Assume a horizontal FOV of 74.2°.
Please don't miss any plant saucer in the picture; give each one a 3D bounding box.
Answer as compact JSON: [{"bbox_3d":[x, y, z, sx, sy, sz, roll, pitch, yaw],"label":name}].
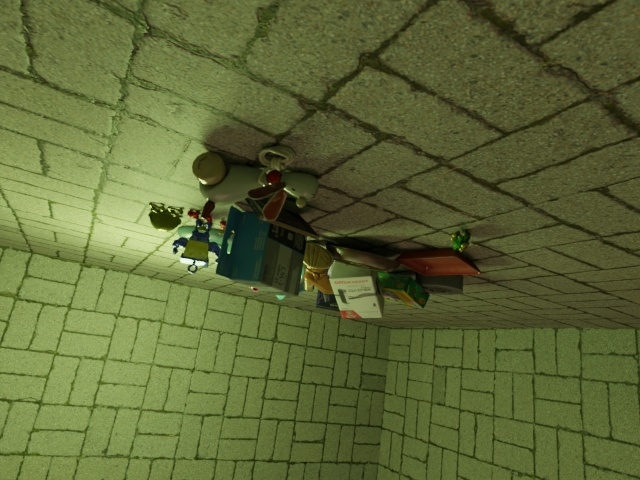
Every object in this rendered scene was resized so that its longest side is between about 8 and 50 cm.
[{"bbox_3d":[0.473,0.086,1.693,0.259,0.047,0.259,-6,159,40],"label":"plant saucer"},{"bbox_3d":[0.168,0.081,1.724,0.311,0.050,0.310,12,174,1],"label":"plant saucer"},{"bbox_3d":[-0.488,0.005,1.911,0.318,0.043,0.317,7,164,2],"label":"plant saucer"}]

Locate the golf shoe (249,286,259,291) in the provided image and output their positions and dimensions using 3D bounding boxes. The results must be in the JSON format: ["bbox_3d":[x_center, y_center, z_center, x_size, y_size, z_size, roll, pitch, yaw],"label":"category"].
[{"bbox_3d":[-0.388,0.230,2.465,0.115,0.140,0.306,11,165,-13],"label":"golf shoe"}]

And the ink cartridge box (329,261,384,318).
[{"bbox_3d":[0.172,0.227,1.949,0.197,0.114,0.272,-5,126,18],"label":"ink cartridge box"}]

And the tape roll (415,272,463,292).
[{"bbox_3d":[0.559,0.201,1.999,0.219,0.072,0.219,7,163,2],"label":"tape roll"}]

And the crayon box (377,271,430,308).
[{"bbox_3d":[0.360,0.233,2.031,0.165,0.081,0.279,41,160,-30],"label":"crayon box"}]

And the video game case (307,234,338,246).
[{"bbox_3d":[0.000,0.000,1.700,0.122,0.011,0.087,20,160,-35],"label":"video game case"}]

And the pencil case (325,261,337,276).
[{"bbox_3d":[0.127,0.166,2.069,0.206,0.088,0.086,19,147,-38],"label":"pencil case"}]

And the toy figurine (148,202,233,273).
[{"bbox_3d":[-0.503,0.014,1.632,0.363,0.217,0.191,11,164,-12],"label":"toy figurine"}]

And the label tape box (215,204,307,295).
[{"bbox_3d":[-0.197,0.045,1.523,0.115,0.249,0.348,-1,162,31],"label":"label tape box"}]

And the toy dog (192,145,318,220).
[{"bbox_3d":[-0.189,-0.121,1.109,0.334,0.160,0.220,1,163,24],"label":"toy dog"}]

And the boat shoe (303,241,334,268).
[{"bbox_3d":[-0.041,0.051,1.744,0.277,0.098,0.096,17,-172,39],"label":"boat shoe"}]

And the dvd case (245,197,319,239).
[{"bbox_3d":[-0.122,-0.075,1.326,0.221,0.018,0.164,19,-162,-36],"label":"dvd case"}]

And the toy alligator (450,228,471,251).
[{"bbox_3d":[0.463,-0.011,1.367,0.051,0.056,0.189,-35,159,-3],"label":"toy alligator"}]

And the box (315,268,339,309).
[{"bbox_3d":[0.063,0.256,2.192,0.153,0.206,0.108,8,166,0],"label":"box"}]

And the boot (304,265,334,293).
[{"bbox_3d":[0.017,0.180,2.081,0.197,0.152,0.073,4,-164,-2],"label":"boot"}]

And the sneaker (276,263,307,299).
[{"bbox_3d":[-0.103,0.191,2.262,0.208,0.127,0.319,-13,159,-39],"label":"sneaker"}]
